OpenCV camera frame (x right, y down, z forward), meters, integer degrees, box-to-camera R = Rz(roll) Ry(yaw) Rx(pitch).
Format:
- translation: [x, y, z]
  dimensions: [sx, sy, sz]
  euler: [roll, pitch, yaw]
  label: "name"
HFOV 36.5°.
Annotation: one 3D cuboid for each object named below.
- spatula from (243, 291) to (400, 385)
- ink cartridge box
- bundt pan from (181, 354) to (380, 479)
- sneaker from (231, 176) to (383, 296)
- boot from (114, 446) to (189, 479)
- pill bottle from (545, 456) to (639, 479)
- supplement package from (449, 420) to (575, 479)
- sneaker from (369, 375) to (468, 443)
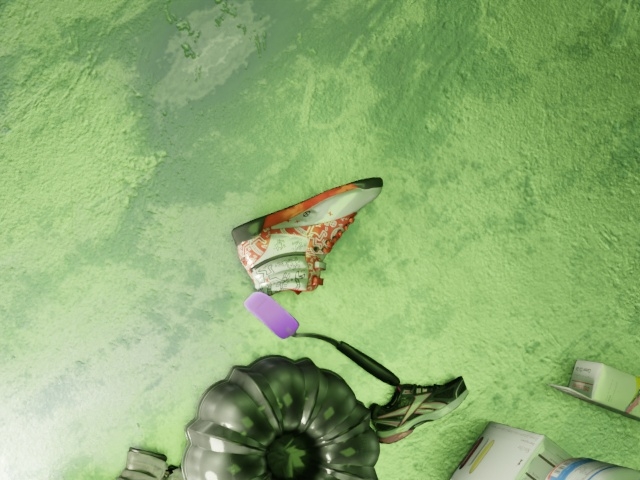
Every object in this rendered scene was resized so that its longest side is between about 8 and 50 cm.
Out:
- translation: [0.008, 0.170, 1.620]
  dimensions: [0.296, 0.084, 0.030]
  euler: [28, 57, -10]
  label: "spatula"
- translation: [0.500, 0.255, 1.648]
  dimensions: [0.198, 0.115, 0.067]
  euler: [21, 83, -6]
  label: "ink cartridge box"
- translation: [-0.051, 0.344, 1.539]
  dimensions: [0.331, 0.124, 0.331]
  euler: [2, 82, -15]
  label: "bundt pan"
- translation: [-0.001, 0.000, 1.620]
  dimensions: [0.270, 0.090, 0.145]
  euler: [-22, 89, -6]
  label: "sneaker"
- translation: [-0.327, 0.403, 1.550]
  dimensions: [0.246, 0.083, 0.161]
  euler: [23, 75, -11]
  label: "boot"
- translation: [0.391, 0.364, 1.302]
  dimensions: [0.124, 0.221, 0.124]
  euler: [1, 84, -7]
  label: "pill bottle"
- translation: [0.346, 0.412, 1.538]
  dimensions: [0.204, 0.262, 0.145]
  euler: [37, 80, -2]
  label: "supplement package"
- translation: [0.163, 0.268, 1.623]
  dimensions: [0.178, 0.072, 0.077]
  euler: [-28, 91, -10]
  label: "sneaker"
